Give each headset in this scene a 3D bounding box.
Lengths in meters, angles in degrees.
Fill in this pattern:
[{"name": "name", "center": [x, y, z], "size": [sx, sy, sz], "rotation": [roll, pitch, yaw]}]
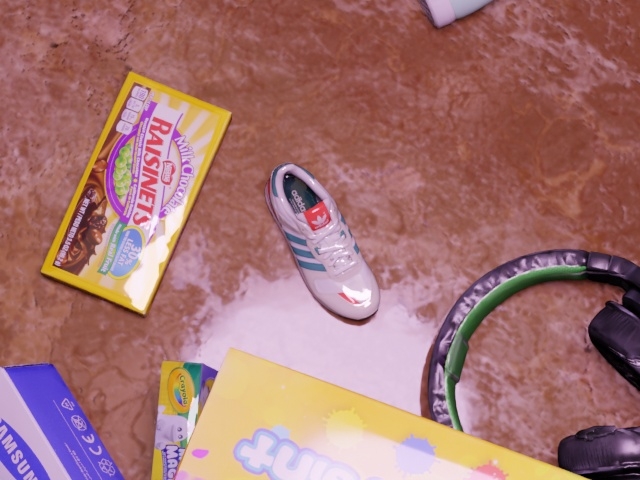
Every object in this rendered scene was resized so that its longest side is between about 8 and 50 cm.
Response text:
[{"name": "headset", "center": [0.284, 0.141, 1.527], "size": [0.394, 0.185, 0.243], "rotation": [14, 79, 13]}]

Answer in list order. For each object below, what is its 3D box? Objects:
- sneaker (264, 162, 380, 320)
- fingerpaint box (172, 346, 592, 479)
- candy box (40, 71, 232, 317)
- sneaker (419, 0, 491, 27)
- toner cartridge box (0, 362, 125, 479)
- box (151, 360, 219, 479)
[{"name": "sneaker", "center": [0.000, 0.000, 1.602], "size": [0.057, 0.075, 0.161], "rotation": [-29, 81, -7]}, {"name": "fingerpaint box", "center": [0.122, 0.263, 1.379], "size": [0.444, 0.371, 0.163], "rotation": [20, 76, 9]}, {"name": "candy box", "center": [-0.167, -0.043, 1.632], "size": [0.105, 0.027, 0.206], "rotation": [22, 79, 0]}, {"name": "sneaker", "center": [0.121, -0.343, 1.663], "size": [0.151, 0.094, 0.256], "rotation": [-25, 90, 0]}, {"name": "toner cartridge box", "center": [-0.209, 0.289, 1.478], "size": [0.165, 0.075, 0.348], "rotation": [-43, 70, 21]}, {"name": "box", "center": [-0.113, 0.200, 1.543], "size": [0.043, 0.105, 0.179], "rotation": [3, 79, 14]}]
